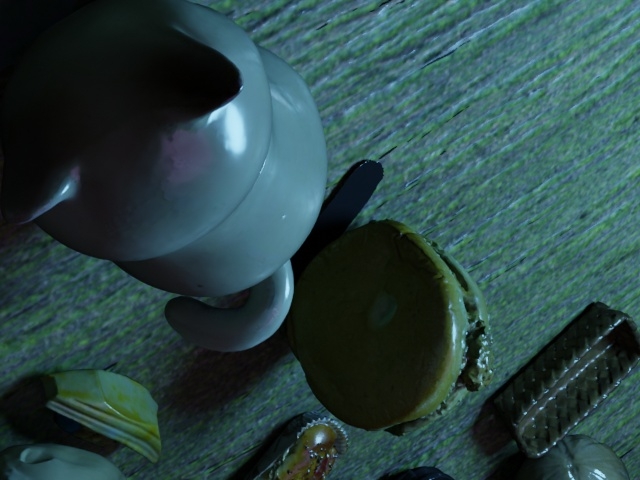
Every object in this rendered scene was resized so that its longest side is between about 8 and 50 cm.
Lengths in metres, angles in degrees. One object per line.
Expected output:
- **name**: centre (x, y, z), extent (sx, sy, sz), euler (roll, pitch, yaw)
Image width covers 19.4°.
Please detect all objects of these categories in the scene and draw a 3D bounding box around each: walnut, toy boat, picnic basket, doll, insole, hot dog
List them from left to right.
- **toy boat**: centre (-0.194, 0.161, 1.714), extent (0.066, 0.065, 0.172), euler (-33, 144, 18)
- **doll**: centre (-0.114, -0.070, 1.425), extent (0.215, 0.226, 0.370), euler (-24, 158, 6)
- **hot dog**: centre (-0.044, 0.260, 1.940), extent (0.192, 0.053, 0.099), euler (-49, 138, -2)
- **insole**: centre (0.000, 0.000, 1.798), extent (0.188, 0.004, 0.064), euler (-54, 144, 8)
- **picnic basket**: centre (0.283, 0.158, 2.151), extent (0.193, 0.055, 0.110), euler (-41, 140, -7)
- **walnut**: centre (0.297, 0.297, 2.218), extent (0.140, 0.140, 0.162), euler (-39, 170, -11)

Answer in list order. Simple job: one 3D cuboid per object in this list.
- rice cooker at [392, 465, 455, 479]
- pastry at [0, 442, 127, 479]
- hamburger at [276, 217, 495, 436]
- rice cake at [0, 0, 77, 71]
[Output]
- **rice cooker**: centre (0.125, 0.323, 2.109), extent (0.112, 0.106, 0.165), euler (-40, 152, -3)
- **pastry**: centre (-0.260, 0.298, 1.641), extent (0.265, 0.133, 0.265), euler (-160, -90, -89)
- **hamburger**: centre (0.074, 0.088, 1.770), extent (0.122, 0.215, 0.189), euler (13, 114, -52)
- **rice cake**: centre (-0.143, -0.222, 1.445), extent (0.298, 0.050, 0.106), euler (-24, 137, -26)
